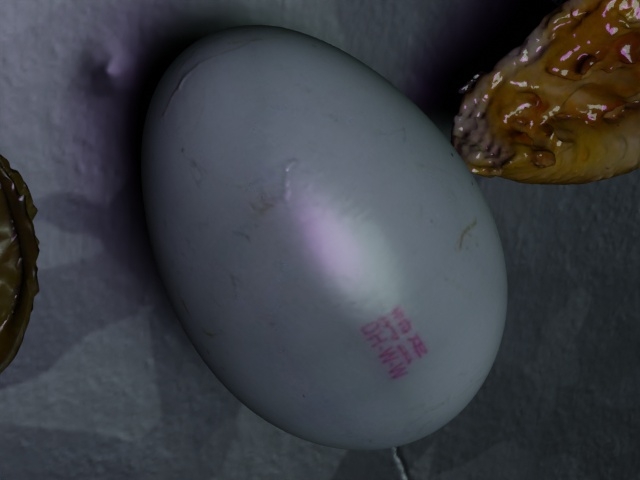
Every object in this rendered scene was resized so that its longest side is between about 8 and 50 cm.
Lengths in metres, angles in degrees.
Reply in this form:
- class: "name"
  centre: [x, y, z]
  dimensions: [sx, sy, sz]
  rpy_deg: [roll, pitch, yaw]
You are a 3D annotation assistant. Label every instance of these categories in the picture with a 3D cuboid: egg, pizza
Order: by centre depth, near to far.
- class: "egg"
  centre: [0.000, 0.000, 0.825]
  dimensions: [0.183, 0.183, 0.264]
  rpy_deg: [-38, 115, -12]
- class: "pizza"
  centre: [0.230, -0.128, 0.936]
  dimensions: [0.365, 0.074, 0.182]
  rpy_deg: [-22, 148, -33]

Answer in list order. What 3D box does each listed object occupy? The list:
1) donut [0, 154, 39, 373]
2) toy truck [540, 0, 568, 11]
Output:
- class: "donut"
  centre: [-0.276, 0.001, 0.723]
  dimensions: [0.272, 0.107, 0.272]
  rpy_deg: [-13, 120, -24]
- class: "toy truck"
  centre: [0.095, -0.186, 0.878]
  dimensions: [0.147, 0.065, 0.079]
  rpy_deg: [6, 113, -32]
